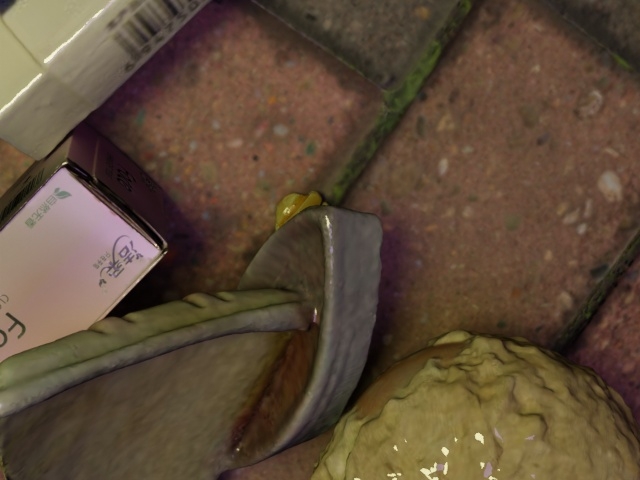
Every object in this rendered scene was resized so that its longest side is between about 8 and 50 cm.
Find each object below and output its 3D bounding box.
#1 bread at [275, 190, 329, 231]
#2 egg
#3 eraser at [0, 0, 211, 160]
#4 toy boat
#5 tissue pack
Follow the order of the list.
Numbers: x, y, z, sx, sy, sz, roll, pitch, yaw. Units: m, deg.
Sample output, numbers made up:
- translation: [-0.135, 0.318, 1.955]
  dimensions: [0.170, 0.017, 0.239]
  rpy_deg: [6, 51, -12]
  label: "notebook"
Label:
- translation: [0.000, 0.000, 0.792]
  dimensions: [0.049, 0.034, 0.088]
  rpy_deg: [-37, 110, -5]
  label: "bread"
- translation: [0.126, 0.207, 0.761]
  dimensions: [0.279, 0.279, 0.310]
  rpy_deg: [-23, 126, -3]
  label: "egg"
- translation: [-0.131, -0.193, 0.648]
  dimensions: [0.279, 0.081, 0.124]
  rpy_deg: [-43, 74, 1]
  label: "eraser"
- translation: [-0.091, 0.106, 0.713]
  dimensions: [0.293, 0.111, 0.276]
  rpy_deg: [-23, 145, -27]
  label: "toy boat"
- translation: [-0.220, 0.041, 0.704]
  dimensions: [0.092, 0.148, 0.246]
  rpy_deg: [42, 97, -20]
  label: "tissue pack"
